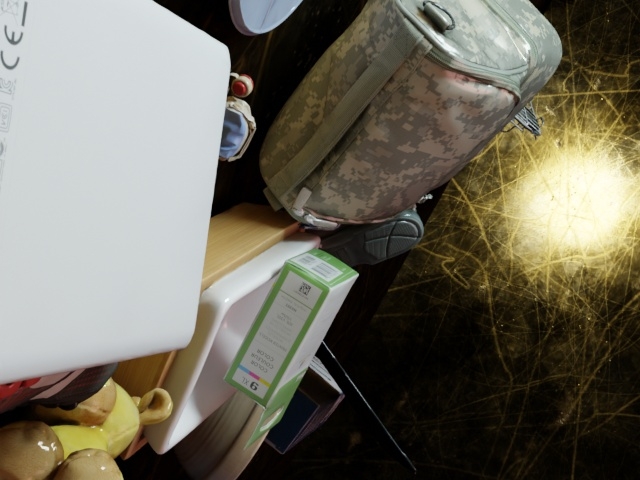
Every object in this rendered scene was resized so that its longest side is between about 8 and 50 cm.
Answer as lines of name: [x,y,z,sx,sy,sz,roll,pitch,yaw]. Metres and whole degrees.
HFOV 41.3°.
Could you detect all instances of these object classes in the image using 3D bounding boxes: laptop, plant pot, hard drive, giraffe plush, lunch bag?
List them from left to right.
hard drive: [-0.154,-0.040,0.479,0.353,0.047,0.232,6,92,-72]
giraffe plush: [-0.217,0.183,0.747,0.210,0.182,0.170,108,2,-45]
plant pot: [-0.141,0.223,1.173,0.237,0.110,0.237,-54,-167,18]
laptop: [0.079,0.111,1.338,0.382,0.237,0.407,104,6,-80]
lunch bag: [0.085,-0.162,0.965,0.256,0.212,0.305,-28,166,-50]

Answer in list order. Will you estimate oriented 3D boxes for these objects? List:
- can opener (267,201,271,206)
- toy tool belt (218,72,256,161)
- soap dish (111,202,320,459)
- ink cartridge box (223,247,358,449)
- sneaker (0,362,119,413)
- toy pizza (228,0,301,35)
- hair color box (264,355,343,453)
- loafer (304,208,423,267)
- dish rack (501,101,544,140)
can opener: [-0.058,-0.004,1.205,0.059,0.073,0.186,-48,156,-18]
toy tool belt: [-0.089,-0.113,0.811,0.051,0.052,0.083,-58,171,-57]
soap dish: [-0.127,0.083,0.960,0.228,0.118,0.291,-65,168,22]
ink cartridge box: [-0.043,0.117,0.943,0.209,0.062,0.109,-63,168,14]
sneaker: [-0.215,0.081,0.621,0.276,0.098,0.135,-42,156,-61]
toy pizza: [-0.029,-0.272,0.727,0.201,0.032,0.201,-57,169,-17]
hair color box: [-0.063,0.260,1.507,0.105,0.174,0.347,-53,168,4]
loafer: [0.000,0.000,1.124,0.096,0.268,0.084,70,7,-45]
dish rack: [0.240,-0.254,1.280,0.074,0.208,0.271,-42,-156,27]
